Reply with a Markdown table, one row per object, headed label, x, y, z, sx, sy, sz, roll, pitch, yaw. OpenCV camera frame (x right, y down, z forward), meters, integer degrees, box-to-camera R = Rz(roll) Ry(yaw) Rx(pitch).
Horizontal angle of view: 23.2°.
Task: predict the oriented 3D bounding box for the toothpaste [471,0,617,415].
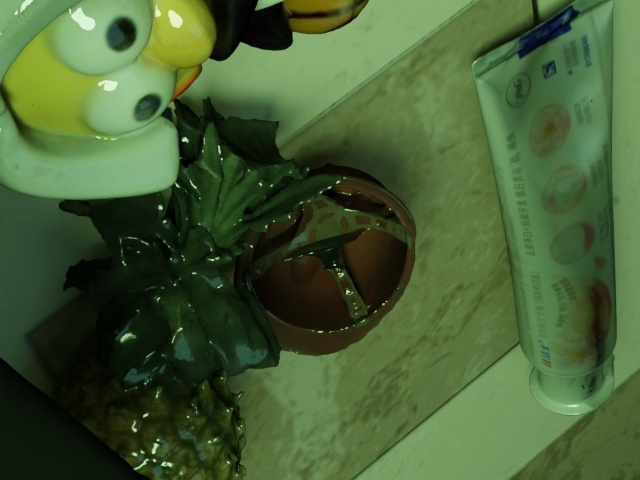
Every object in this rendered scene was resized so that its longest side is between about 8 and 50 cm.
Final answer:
| label | x | y | z | sx | sy | sz | roll | pitch | yaw |
| --- | --- | --- | --- | --- | --- | --- | --- | --- | --- |
| toothpaste | 0.148 | -0.010 | 0.965 | 0.100 | 0.066 | 0.323 | -30 | 138 | -16 |

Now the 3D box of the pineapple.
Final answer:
| label | x | y | z | sx | sy | sz | roll | pitch | yaw |
| --- | --- | --- | --- | --- | --- | --- | --- | --- | --- |
| pineapple | -0.076 | 0.051 | 0.747 | 0.125 | 0.125 | 0.251 | -7 | 124 | -44 |

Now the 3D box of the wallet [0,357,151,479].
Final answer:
| label | x | y | z | sx | sy | sz | roll | pitch | yaw |
| --- | --- | --- | --- | --- | --- | --- | --- | --- | --- |
| wallet | -0.171 | 0.073 | 0.344 | 0.406 | 0.062 | 0.228 | 55 | 47 | -50 |

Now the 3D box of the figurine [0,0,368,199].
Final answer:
| label | x | y | z | sx | sy | sz | roll | pitch | yaw |
| --- | --- | --- | --- | --- | --- | --- | --- | --- | --- |
| figurine | -0.055 | -0.115 | 0.576 | 0.236 | 0.133 | 0.176 | -38 | 143 | -19 |

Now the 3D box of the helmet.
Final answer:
| label | x | y | z | sx | sy | sz | roll | pitch | yaw |
| --- | --- | --- | --- | --- | --- | --- | --- | --- | --- |
| helmet | 0.000 | 0.000 | 0.815 | 0.089 | 0.057 | 0.111 | 21 | 119 | -16 |
